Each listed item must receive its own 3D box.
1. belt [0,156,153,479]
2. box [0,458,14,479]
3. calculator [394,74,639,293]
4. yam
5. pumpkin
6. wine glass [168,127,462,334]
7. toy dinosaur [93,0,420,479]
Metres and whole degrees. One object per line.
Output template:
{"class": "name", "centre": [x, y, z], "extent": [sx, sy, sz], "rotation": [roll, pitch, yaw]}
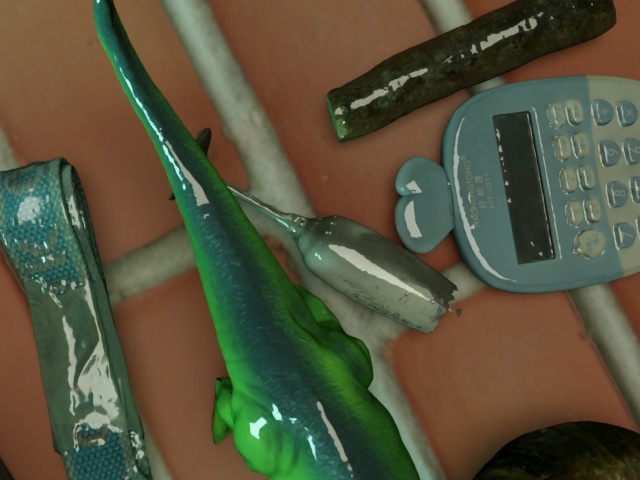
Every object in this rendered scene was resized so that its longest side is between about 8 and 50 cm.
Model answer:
{"class": "belt", "centre": [-0.199, 0.083, 0.750], "extent": [0.072, 0.087, 0.302], "rotation": [-15, 87, -10]}
{"class": "box", "centre": [-0.357, 0.181, 0.699], "extent": [0.173, 0.145, 0.333], "rotation": [-33, 90, -8]}
{"class": "calculator", "centre": [0.210, -0.050, 0.820], "extent": [0.303, 0.042, 0.188], "rotation": [-8, 87, -6]}
{"class": "yam", "centre": [0.131, -0.162, 0.816], "extent": [0.274, 0.061, 0.061], "rotation": [-24, 88, -6]}
{"class": "pumpkin", "centre": [0.214, 0.263, 0.735], "extent": [0.238, 0.159, 0.238], "rotation": [6, 66, -13]}
{"class": "wine glass", "centre": [0.000, 0.000, 0.785], "extent": [0.262, 0.074, 0.074], "rotation": [30, 84, -3]}
{"class": "toy dinosaur", "centre": [-0.015, 0.107, 0.600], "extent": [0.144, 0.374, 0.500], "rotation": [-31, 125, -8]}
